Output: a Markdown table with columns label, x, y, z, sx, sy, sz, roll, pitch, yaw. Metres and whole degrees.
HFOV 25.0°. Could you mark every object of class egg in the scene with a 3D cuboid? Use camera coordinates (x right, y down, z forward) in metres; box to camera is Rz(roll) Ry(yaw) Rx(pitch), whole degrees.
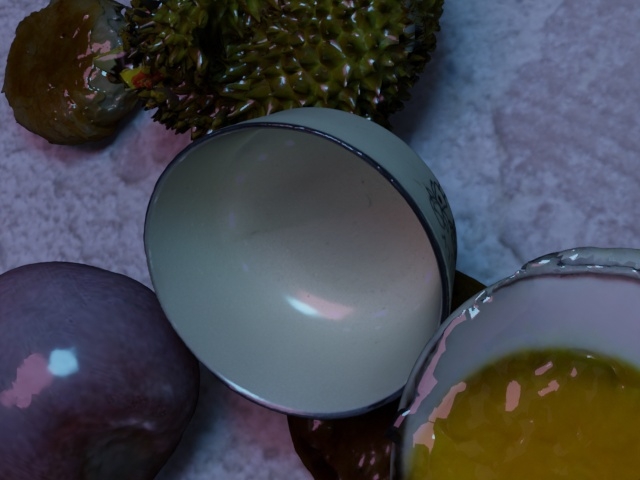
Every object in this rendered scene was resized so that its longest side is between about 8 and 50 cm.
| label | x | y | z | sx | sy | sz | roll | pitch | yaw |
| --- | --- | --- | --- | --- | --- | --- | --- | --- | --- |
| egg | 0.181 | 0.153 | 0.967 | 0.264 | 0.174 | 0.286 | -17 | 85 | 4 |

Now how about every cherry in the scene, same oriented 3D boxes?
| label | x | y | z | sx | sy | sz | roll | pitch | yaw |
| --- | --- | --- | --- | --- | --- | --- | --- | --- | --- |
| cherry | -0.225 | 0.119 | 1.177 | 0.239 | 0.206 | 0.239 | -5 | 80 | 30 |

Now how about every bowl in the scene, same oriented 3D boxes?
| label | x | y | z | sx | sy | sz | roll | pitch | yaw |
| --- | --- | --- | --- | --- | --- | --- | --- | --- | --- |
| bowl | 0.000 | 0.000 | 1.071 | 0.238 | 0.126 | 0.237 | 11 | 121 | 19 |

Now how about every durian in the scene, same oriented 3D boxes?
| label | x | y | z | sx | sy | sz | roll | pitch | yaw |
| --- | --- | --- | --- | --- | --- | --- | --- | --- | --- |
| durian | -0.033 | -0.184 | 1.167 | 0.293 | 0.258 | 0.258 | -53 | 54 | 24 |

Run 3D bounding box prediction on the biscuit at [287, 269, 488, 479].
| label | x | y | z | sx | sy | sz | roll | pitch | yaw |
| --- | --- | --- | --- | --- | --- | --- | --- | --- | --- |
| biscuit | 0.064 | 0.113 | 1.119 | 0.212 | 0.036 | 0.212 | -11 | 66 | 26 |

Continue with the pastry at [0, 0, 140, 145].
| label | x | y | z | sx | sy | sz | roll | pitch | yaw |
| --- | --- | --- | --- | --- | --- | --- | --- | --- | --- |
| pastry | -0.231 | -0.160 | 1.358 | 0.153 | 0.081 | 0.153 | -8 | 70 | 23 |
